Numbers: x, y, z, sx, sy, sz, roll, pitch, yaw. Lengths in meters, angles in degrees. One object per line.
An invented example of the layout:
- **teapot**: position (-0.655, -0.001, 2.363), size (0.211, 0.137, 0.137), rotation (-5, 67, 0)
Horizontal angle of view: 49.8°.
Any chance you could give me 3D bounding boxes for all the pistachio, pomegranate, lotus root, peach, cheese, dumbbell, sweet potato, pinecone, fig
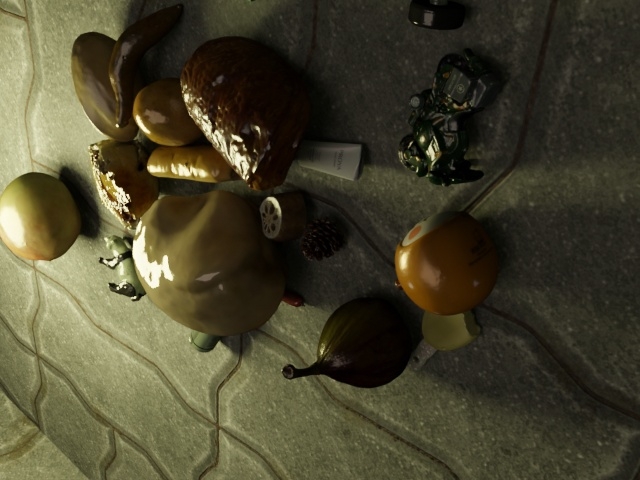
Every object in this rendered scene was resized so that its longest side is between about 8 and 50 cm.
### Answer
- **pistachio**: position (-0.554, -0.403, 1.816), size (0.162, 0.182, 0.292), rotation (10, 122, 65)
- **pomegranate**: position (-0.359, -0.321, 1.706), size (0.196, 0.196, 0.196), rotation (19, 123, 32)
- **lotus root**: position (-0.087, -0.059, 1.648), size (0.112, 0.081, 0.122), rotation (-17, 78, 51)
- **peach**: position (-0.926, -0.072, 2.251), size (0.292, 0.247, 0.292), rotation (-1, 89, 38)
- **pistachio**: position (-0.277, 0.050, 1.746), size (0.446, 0.281, 0.365), rotation (24, 96, 22)
- **cheese**: position (0.262, 0.216, 1.541), size (0.127, 0.050, 0.255), rotation (41, 134, 14)
- **dumbbell**: position (0.213, -0.469, 1.188), size (0.100, 0.100, 0.191), rotation (25, 126, 29)
- **sweet potato**: position (-0.461, -0.446, 1.698), size (0.108, 0.079, 0.346), rotation (31, 106, 5)
- **pinecone**: position (0.000, -0.003, 1.603), size (0.102, 0.109, 0.102), rotation (18, 123, 30)
- **fig**: position (0.044, 0.252, 1.553), size (0.217, 0.321, 0.216), rotation (27, 124, 50)

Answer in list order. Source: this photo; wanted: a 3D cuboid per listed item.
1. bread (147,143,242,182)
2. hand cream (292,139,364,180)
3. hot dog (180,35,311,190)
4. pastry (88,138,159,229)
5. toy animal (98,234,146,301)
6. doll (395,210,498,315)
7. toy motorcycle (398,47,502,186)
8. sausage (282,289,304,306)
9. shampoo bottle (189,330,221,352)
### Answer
- **bread**: position (-0.309, -0.198, 1.744), size (0.305, 0.142, 0.091), rotation (9, 99, 37)
- **hand cream**: position (-0.009, -0.191, 1.554), size (0.255, 0.048, 0.079), rotation (15, 107, 37)
- **hot dog**: position (-0.163, -0.283, 1.528), size (0.387, 0.174, 0.267), rotation (51, 123, 30)
- **pastry**: position (-0.540, -0.174, 1.941), size (0.237, 0.170, 0.255), rotation (23, 137, 55)
- **toy animal**: position (-0.623, 0.085, 2.189), size (0.121, 0.094, 0.225), rotation (-27, 84, 35)
- **doll**: position (0.230, 0.059, 1.371), size (0.213, 0.213, 0.236), rotation (56, 137, 2)
- **toy motorcycle**: position (0.248, -0.210, 1.282), size (0.187, 0.125, 0.274), rotation (45, 134, 26)
- **sausage**: position (-0.141, 0.125, 1.844), size (0.253, 0.034, 0.034), rotation (23, 125, 29)
- **shampoo bottle**: position (-0.302, 0.227, 1.995), size (0.085, 0.085, 0.262), rotation (47, 134, 11)
